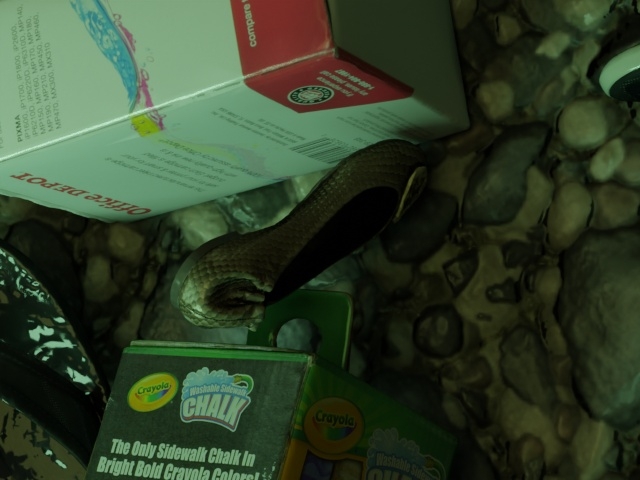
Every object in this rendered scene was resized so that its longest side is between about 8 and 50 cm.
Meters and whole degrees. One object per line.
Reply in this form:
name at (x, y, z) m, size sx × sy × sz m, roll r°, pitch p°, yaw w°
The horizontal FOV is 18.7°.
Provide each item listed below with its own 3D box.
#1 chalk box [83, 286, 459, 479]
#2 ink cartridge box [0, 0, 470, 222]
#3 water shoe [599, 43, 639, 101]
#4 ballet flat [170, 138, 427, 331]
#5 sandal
chalk box at (-0.038, 0.174, 1.310) m, size 0.180 × 0.179 × 0.289 m, roll 2°, pitch 67°, yaw 40°
ink cartridge box at (-0.079, -0.120, 1.383) m, size 0.306 × 0.226 × 0.131 m, roll -13°, pitch 75°, yaw 25°
water shoe at (0.280, -0.094, 1.277) m, size 0.203 × 0.073 × 0.080 m, roll -4°, pitch 82°, yaw 28°
ballet flat at (0.000, 0.000, 1.327) m, size 0.058 × 0.250 × 0.084 m, roll 33°, pitch 130°, yaw 26°
sandal at (-0.216, 0.165, 1.418) m, size 0.167 × 0.107 × 0.446 m, roll -35°, pitch 82°, yaw 8°
